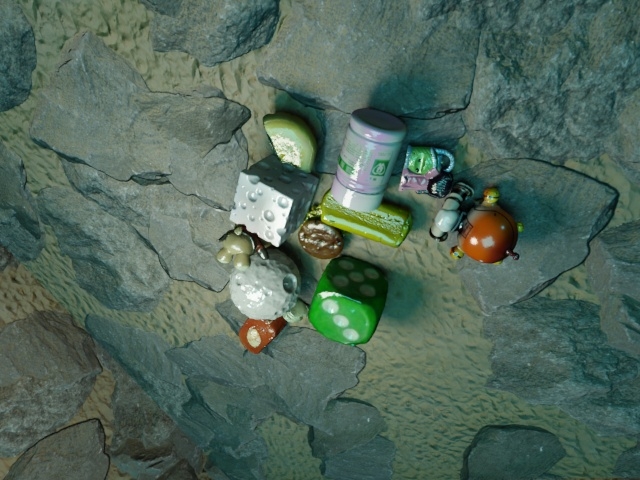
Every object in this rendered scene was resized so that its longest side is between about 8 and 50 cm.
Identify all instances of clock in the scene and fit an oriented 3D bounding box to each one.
[{"bbox_3d":[0.401,-0.254,1.567,0.195,0.100,0.194,14,125,8],"label":"clock"}]

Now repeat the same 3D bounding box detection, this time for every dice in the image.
[{"bbox_3d":[0.127,0.271,1.896,0.300,0.287,0.297,19,126,6],"label":"dice"}]

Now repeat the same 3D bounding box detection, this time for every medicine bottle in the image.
[{"bbox_3d":[0.171,-0.294,1.548,0.212,0.212,0.326,20,128,5],"label":"medicine bottle"}]

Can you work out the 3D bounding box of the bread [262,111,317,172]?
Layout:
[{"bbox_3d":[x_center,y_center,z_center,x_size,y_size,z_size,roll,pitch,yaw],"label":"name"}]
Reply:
[{"bbox_3d":[-0.096,-0.388,1.621,0.156,0.158,0.261,-18,115,17],"label":"bread"}]

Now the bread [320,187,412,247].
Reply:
[{"bbox_3d":[0.184,-0.099,1.728,0.383,0.112,0.166,19,100,5],"label":"bread"}]

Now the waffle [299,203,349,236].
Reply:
[{"bbox_3d":[0.009,-0.055,1.865,0.228,0.051,0.232,-10,118,28],"label":"waffle"}]

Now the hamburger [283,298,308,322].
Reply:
[{"bbox_3d":[-0.135,0.350,2.133,0.140,0.133,0.062,2,136,-40],"label":"hamburger"}]

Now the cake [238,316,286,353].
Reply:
[{"bbox_3d":[-0.320,0.475,2.276,0.177,0.151,0.283,44,126,2],"label":"cake"}]

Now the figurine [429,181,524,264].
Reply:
[{"bbox_3d":[0.594,-0.039,1.585,0.323,0.196,0.320,27,121,12],"label":"figurine"}]

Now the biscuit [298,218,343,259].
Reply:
[{"bbox_3d":[0.000,0.000,1.850,0.212,0.036,0.212,10,127,14],"label":"biscuit"}]

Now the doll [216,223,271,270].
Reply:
[{"bbox_3d":[-0.311,-0.020,1.821,0.235,0.330,0.174,14,122,17],"label":"doll"}]

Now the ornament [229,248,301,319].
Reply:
[{"bbox_3d":[-0.246,0.199,1.938,0.336,0.337,0.337,9,125,13],"label":"ornament"}]

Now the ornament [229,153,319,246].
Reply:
[{"bbox_3d":[-0.187,-0.167,1.713,0.239,0.239,0.240,29,126,10],"label":"ornament"}]
